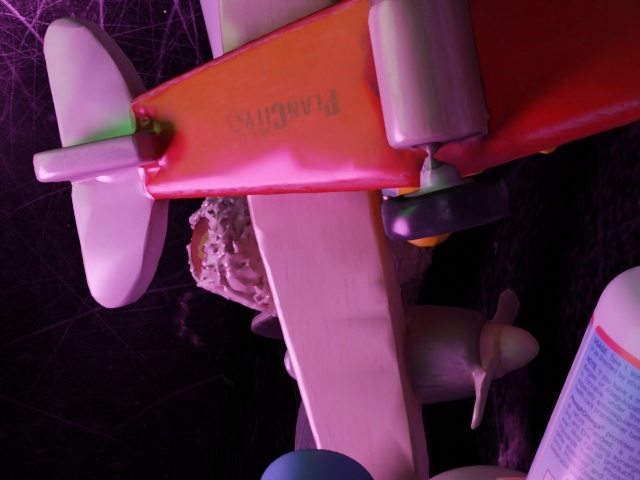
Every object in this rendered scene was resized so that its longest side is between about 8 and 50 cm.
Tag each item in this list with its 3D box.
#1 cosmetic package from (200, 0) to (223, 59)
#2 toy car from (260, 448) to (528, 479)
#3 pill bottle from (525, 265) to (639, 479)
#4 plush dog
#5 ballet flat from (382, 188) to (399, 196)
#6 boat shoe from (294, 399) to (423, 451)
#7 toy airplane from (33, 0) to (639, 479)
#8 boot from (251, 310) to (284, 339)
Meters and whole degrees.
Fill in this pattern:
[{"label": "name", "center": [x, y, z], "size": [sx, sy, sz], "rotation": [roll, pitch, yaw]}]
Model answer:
[{"label": "cosmetic package", "center": [0.001, -0.276, 0.931], "size": [0.138, 0.224, 0.225], "rotation": [139, 117, -77]}, {"label": "toy car", "center": [0.079, 0.195, 0.550], "size": [0.238, 0.210, 0.219], "rotation": [-42, 20, 33]}, {"label": "pill bottle", "center": [0.135, 0.066, 0.416], "size": [0.087, 0.087, 0.160], "rotation": [-104, 29, -67]}, {"label": "plush dog", "center": [0.040, -0.022, 0.969], "size": [0.262, 0.210, 0.225], "rotation": [22, 92, 52]}, {"label": "ballet flat", "center": [0.100, -0.140, 0.821], "size": [0.248, 0.086, 0.086], "rotation": [-61, 10, 2]}, {"label": "boat shoe", "center": [0.039, 0.217, 0.813], "size": [0.320, 0.103, 0.118], "rotation": [-94, 20, -52]}, {"label": "toy airplane", "center": [0.011, -0.077, 0.691], "size": [0.384, 0.272, 0.386], "rotation": [44, 127, 27]}, {"label": "boot", "center": [0.002, 0.000, 1.216], "size": [0.236, 0.085, 0.179], "rotation": [-37, 47, 50]}]
